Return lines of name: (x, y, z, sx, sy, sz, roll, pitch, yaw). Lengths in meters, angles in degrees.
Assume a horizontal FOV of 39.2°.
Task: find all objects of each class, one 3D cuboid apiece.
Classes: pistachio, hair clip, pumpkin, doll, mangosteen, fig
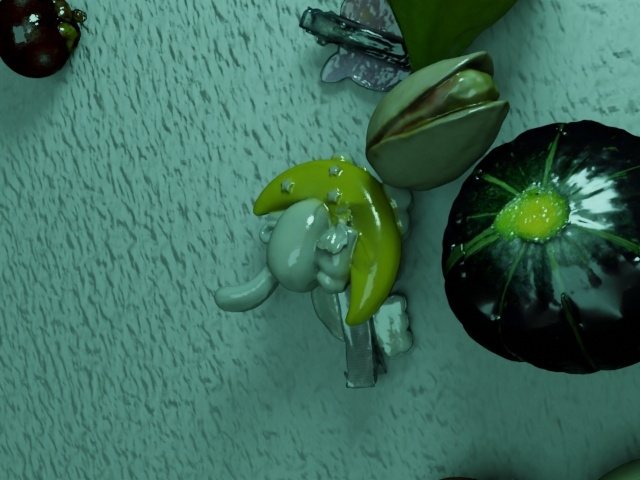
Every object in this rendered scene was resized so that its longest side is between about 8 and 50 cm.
pistachio: (0.131, -0.134, 1.052, 0.144, 0.144, 0.215, 56, 147, 6)
hair clip: (0.051, 0.087, 1.223, 0.140, 0.054, 0.220, -8, 92, 27)
pumpkin: (0.299, 0.017, 1.031, 0.295, 0.296, 0.296, 3, 99, 21)
doll: (0.000, 0.000, 1.171, 0.237, 0.111, 0.252, 15, 81, 24)
mangosteen: (-0.407, -0.307, 1.316, 0.140, 0.140, 0.140, 3, 99, 21)
fig: (0.164, -0.353, 1.052, 0.233, 0.233, 0.314, 6, 141, 21)
hair clip: (0.066, -0.265, 1.167, 0.187, 0.056, 0.146, 16, 103, 10)

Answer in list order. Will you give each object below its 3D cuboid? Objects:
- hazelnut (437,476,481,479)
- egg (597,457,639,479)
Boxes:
hazelnut: (0.199, 0.406, 1.143, 0.180, 0.181, 0.212, -7, 105, 9)
egg: (0.392, 0.366, 1.035, 0.269, 0.219, 0.219, -43, 81, 5)
